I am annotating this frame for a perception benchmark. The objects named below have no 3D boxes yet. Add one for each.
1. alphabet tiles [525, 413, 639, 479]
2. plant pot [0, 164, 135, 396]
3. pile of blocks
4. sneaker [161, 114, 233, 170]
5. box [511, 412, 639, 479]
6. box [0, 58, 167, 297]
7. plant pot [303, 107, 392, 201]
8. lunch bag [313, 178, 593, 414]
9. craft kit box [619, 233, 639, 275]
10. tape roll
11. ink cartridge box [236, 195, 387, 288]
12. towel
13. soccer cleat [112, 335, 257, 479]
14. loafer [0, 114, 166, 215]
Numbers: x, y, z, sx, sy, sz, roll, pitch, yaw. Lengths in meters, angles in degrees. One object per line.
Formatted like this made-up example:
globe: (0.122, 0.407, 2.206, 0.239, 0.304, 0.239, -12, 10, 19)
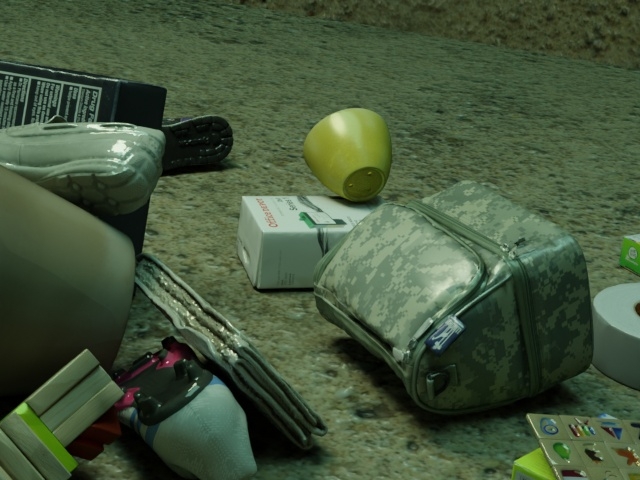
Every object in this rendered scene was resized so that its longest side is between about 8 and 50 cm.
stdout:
alphabet tiles: (0.353, 0.257, 1.476, 0.237, 0.009, 0.198, 7, 33, -20)
plant pot: (-0.373, 0.052, 1.591, 0.280, 0.323, 0.323, 15, 16, -23)
pile of blocks: (-0.306, 0.247, 1.349, 0.112, 0.149, 0.362, 50, 38, -3)
sneaker: (-0.302, -0.164, 2.428, 0.283, 0.107, 0.124, -3, 7, -30)
box: (0.301, 0.249, 1.529, 0.109, 0.042, 0.178, 23, 27, 37)
box: (-0.384, -0.084, 1.854, 0.294, 0.296, 0.183, 11, 5, 15)
plant pot: (0.051, -0.113, 2.071, 0.134, 0.134, 0.095, -3, 44, -19)
lunch bag: (0.157, 0.078, 1.740, 0.256, 0.212, 0.305, -22, 29, -19)
craft kit box: (0.628, 0.045, 2.128, 0.250, 0.061, 0.247, -8, 27, -29)
tape roll: (0.462, 0.128, 1.843, 0.219, 0.072, 0.219, 5, 21, -2)
ink cartridge box: (0.000, 0.000, 2.040, 0.220, 0.092, 0.160, 0, 21, -15)
towel: (-0.111, 0.125, 1.604, 0.049, 0.187, 0.282, -44, 33, -8)
soccer cleat: (-0.149, 0.195, 1.507, 0.116, 0.143, 0.331, -35, 10, -9)
loafer: (-0.331, -0.093, 1.702, 0.320, 0.112, 0.111, 4, 48, 23)
